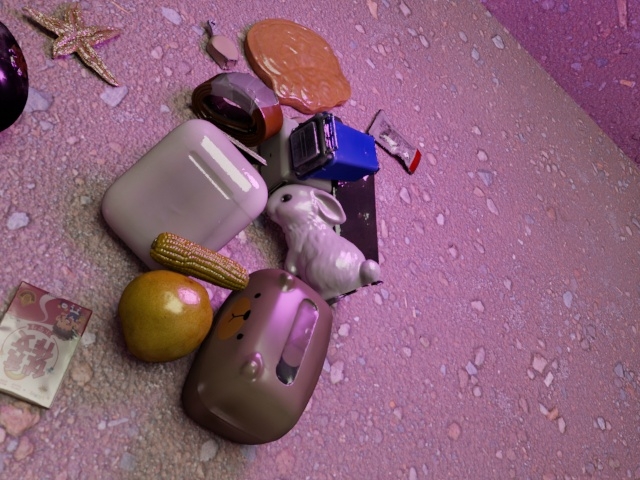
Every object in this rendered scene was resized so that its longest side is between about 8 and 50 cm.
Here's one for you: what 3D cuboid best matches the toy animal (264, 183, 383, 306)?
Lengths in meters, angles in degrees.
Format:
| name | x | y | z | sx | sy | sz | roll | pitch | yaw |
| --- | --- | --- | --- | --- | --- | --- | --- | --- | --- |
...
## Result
| name | x | y | z | sx | sy | sz | roll | pitch | yaw |
| --- | --- | --- | --- | --- | --- | --- | --- | --- | --- |
| toy animal | 0.000 | 0.000 | 1.749 | 0.357 | 0.257 | 0.194 | 68 | 13 | 3 |

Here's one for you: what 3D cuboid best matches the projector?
| name | x | y | z | sx | sy | sz | roll | pitch | yaw |
| --- | --- | --- | --- | --- | --- | --- | --- | --- | --- |
| projector | -0.074 | -0.241 | 1.881 | 0.177 | 0.163 | 0.242 | 13 | 61 | -34 |

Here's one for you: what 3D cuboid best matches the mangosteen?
| name | x | y | z | sx | sy | sz | roll | pitch | yaw |
| --- | --- | --- | --- | --- | --- | --- | --- | --- | --- |
| mangosteen | -0.785 | -0.351 | 1.348 | 0.302 | 0.275 | 0.275 | -11 | 69 | -4 |

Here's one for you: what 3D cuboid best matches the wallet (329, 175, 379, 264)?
| name | x | y | z | sx | sy | sz | roll | pitch | yaw |
| --- | --- | --- | --- | --- | --- | --- | --- | --- | --- |
| wallet | 0.098 | -0.077 | 1.938 | 0.170 | 0.044 | 0.321 | 0 | 84 | -29 |

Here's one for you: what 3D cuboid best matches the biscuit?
| name | x | y | z | sx | sy | sz | roll | pitch | yaw |
| --- | --- | --- | --- | --- | --- | --- | --- | --- | --- |
| biscuit | -0.071 | -0.600 | 2.157 | 0.385 | 0.062 | 0.365 | -16 | 77 | -42 |

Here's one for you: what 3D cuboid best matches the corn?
| name | x | y | z | sx | sy | sz | roll | pitch | yaw |
| --- | --- | --- | --- | --- | --- | --- | --- | --- | --- |
| corn | -0.272 | 0.050 | 1.436 | 0.231 | 0.080 | 0.080 | 23 | 53 | -18 |

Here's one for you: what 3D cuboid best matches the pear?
| name | x | y | z | sx | sy | sz | roll | pitch | yaw |
| --- | --- | --- | --- | --- | --- | --- | --- | --- | --- |
| pear | -0.339 | 0.164 | 1.402 | 0.209 | 0.209 | 0.209 | 19 | 55 | -29 |

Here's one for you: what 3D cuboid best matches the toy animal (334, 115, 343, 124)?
| name | x | y | z | sx | sy | sz | roll | pitch | yaw |
| --- | --- | --- | --- | --- | --- | --- | --- | --- | --- |
| toy animal | 0.057 | -0.289 | 2.021 | 0.245 | 0.146 | 0.114 | 47 | 45 | -8 |

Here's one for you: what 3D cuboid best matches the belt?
| name | x | y | z | sx | sy | sz | roll | pitch | yaw |
| --- | --- | --- | --- | --- | --- | --- | --- | --- | --- |
| belt | -0.236 | -0.375 | 1.795 | 0.261 | 0.184 | 0.105 | 24 | 40 | 21 |

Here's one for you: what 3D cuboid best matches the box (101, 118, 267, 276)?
| name | x | y | z | sx | sy | sz | roll | pitch | yaw |
| --- | --- | --- | --- | --- | --- | --- | --- | --- | --- |
| box | -0.324 | -0.096 | 1.521 | 0.349 | 0.141 | 0.289 | -42 | 95 | -2 |

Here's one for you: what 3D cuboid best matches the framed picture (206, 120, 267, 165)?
| name | x | y | z | sx | sy | sz | roll | pitch | yaw |
| --- | --- | --- | --- | --- | --- | --- | --- | --- | --- |
| framed picture | -0.247 | -0.264 | 1.724 | 0.197 | 0.252 | 0.014 | 33 | 87 | -19 |

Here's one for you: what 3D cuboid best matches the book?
| name | x | y | z | sx | sy | sz | roll | pitch | yaw |
| --- | --- | --- | --- | --- | --- | --- | --- | --- | --- |
| book | -0.590 | 0.213 | 1.310 | 0.162 | 0.022 | 0.232 | 29 | 50 | -22 |

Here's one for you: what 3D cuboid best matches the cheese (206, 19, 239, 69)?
| name | x | y | z | sx | sy | sz | roll | pitch | yaw |
| --- | --- | --- | --- | --- | --- | --- | --- | --- | --- |
| cheese | -0.319 | -0.614 | 1.977 | 0.171 | 0.047 | 0.092 | 55 | 43 | 0 |

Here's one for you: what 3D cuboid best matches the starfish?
| name | x | y | z | sx | sy | sz | roll | pitch | yaw |
| --- | --- | --- | --- | --- | --- | --- | --- | --- | --- |
| starfish | -0.628 | -0.544 | 1.694 | 0.295 | 0.048 | 0.231 | 40 | 47 | -15 |

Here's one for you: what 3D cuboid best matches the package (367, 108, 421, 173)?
| name | x | y | z | sx | sy | sz | roll | pitch | yaw |
| --- | --- | --- | --- | --- | --- | --- | --- | --- | --- |
| package | 0.277 | -0.361 | 2.316 | 0.239 | 0.030 | 0.154 | 41 | 46 | -13 |

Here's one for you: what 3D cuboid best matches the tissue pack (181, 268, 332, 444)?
| name | x | y | z | sx | sy | sz | roll | pitch | yaw |
| --- | --- | --- | --- | --- | --- | --- | --- | --- | --- |
| tissue pack | -0.129 | 0.261 | 1.476 | 0.267 | 0.277 | 0.387 | 39 | 49 | -18 |

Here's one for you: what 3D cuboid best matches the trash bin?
| name | x | y | z | sx | sy | sz | roll | pitch | yaw |
| --- | --- | --- | --- | --- | --- | --- | --- | --- | --- |
| trash bin | 0.048 | -0.250 | 1.764 | 0.234 | 0.184 | 0.163 | 8 | 69 | -41 |
